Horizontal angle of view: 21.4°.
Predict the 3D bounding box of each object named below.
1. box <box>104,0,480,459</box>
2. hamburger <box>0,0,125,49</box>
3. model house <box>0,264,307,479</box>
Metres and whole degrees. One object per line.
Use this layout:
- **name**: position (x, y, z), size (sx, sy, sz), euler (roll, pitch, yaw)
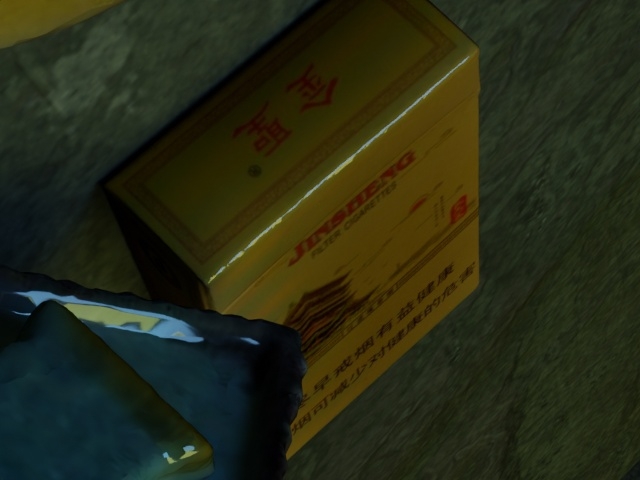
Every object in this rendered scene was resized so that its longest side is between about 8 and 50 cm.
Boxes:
- **box**: position (0.000, 0.000, 0.882), size (0.174, 0.076, 0.274), euler (-42, 158, -14)
- **hamburger**: position (-0.075, -0.176, 0.324), size (0.302, 0.170, 0.302), euler (-37, 160, -16)
- **model house**: position (-0.133, 0.116, 0.683), size (0.280, 0.230, 0.249), euler (-55, 166, 28)
